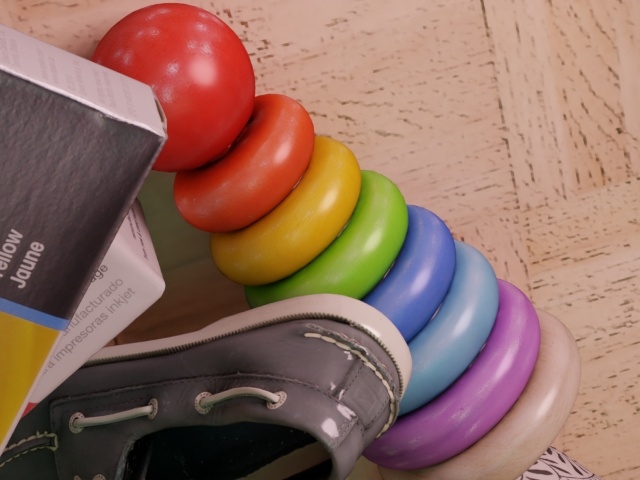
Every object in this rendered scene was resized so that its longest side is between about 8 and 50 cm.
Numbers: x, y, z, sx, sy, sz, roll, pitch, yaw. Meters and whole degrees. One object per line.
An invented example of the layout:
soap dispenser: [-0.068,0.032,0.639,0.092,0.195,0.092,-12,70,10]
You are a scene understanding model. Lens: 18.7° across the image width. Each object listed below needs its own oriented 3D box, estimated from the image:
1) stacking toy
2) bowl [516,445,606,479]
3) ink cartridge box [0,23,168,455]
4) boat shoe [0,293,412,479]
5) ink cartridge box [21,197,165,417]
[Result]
stacking toy: [0.000,0.000,1.070,0.141,0.141,0.330,-40,116,7]
bowl: [0.090,0.169,1.193,0.170,0.080,0.170,-33,165,-10]
ink cartridge box: [-0.273,0.012,0.901,0.307,0.072,0.303,21,110,-25]
boat shoe: [-0.098,0.124,1.060,0.319,0.099,0.116,-23,116,29]
ink cartridge box: [-0.246,-0.019,0.996,0.197,0.114,0.273,-41,118,8]
